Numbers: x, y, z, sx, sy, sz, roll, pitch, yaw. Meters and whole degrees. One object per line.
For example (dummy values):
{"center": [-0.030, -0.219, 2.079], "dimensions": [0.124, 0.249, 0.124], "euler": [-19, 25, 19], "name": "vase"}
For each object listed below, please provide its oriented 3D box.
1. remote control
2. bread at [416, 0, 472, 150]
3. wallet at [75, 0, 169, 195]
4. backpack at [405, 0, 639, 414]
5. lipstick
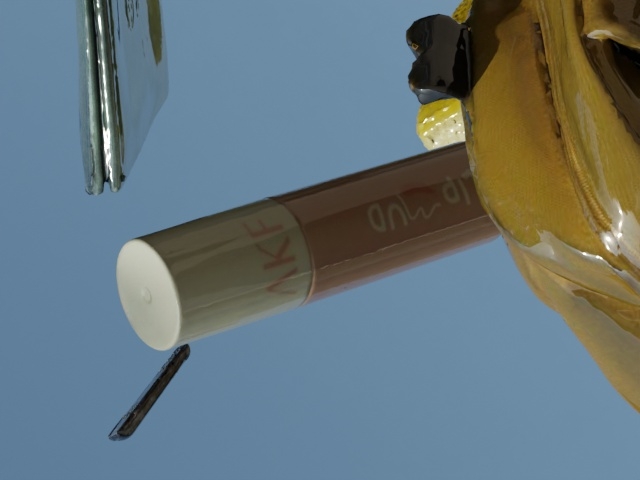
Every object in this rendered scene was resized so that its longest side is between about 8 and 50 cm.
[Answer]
{"center": [-0.134, 0.122, 1.574], "dimensions": [0.014, 0.039, 0.096], "euler": [38, -109, -6], "name": "remote control"}
{"center": [0.275, -0.220, 2.083], "dimensions": [0.143, 0.333, 0.324], "euler": [47, -145, -17], "name": "bread"}
{"center": [-0.173, -0.198, 1.624], "dimensions": [0.290, 0.054, 0.251], "euler": [-83, -11, -70], "name": "wallet"}
{"center": [0.217, -0.030, 1.121], "dimensions": [0.378, 0.201, 0.353], "euler": [39, -151, -27], "name": "backpack"}
{"center": [0.000, 0.000, 1.209], "dimensions": [0.254, 0.070, 0.070], "euler": [-18, -111, -34], "name": "lipstick"}
